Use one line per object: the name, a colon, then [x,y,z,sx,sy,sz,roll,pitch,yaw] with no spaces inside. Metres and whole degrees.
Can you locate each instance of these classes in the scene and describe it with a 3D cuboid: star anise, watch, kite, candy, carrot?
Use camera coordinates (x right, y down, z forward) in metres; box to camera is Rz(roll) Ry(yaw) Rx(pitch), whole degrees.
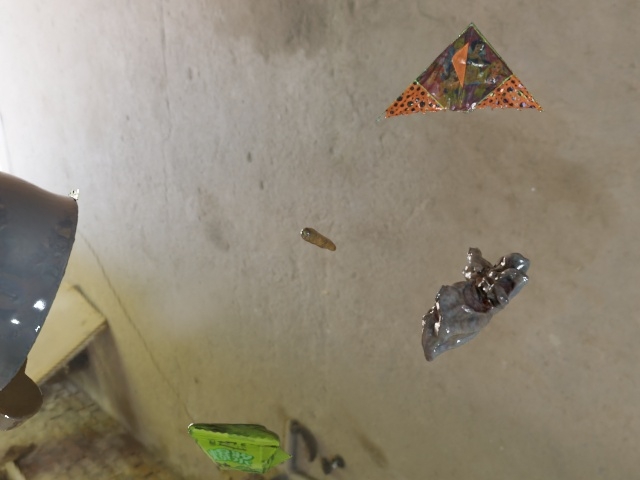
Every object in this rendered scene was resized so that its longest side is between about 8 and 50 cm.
star anise: [0.251,0.092,1.109,0.110,0.257,0.198,47,152,2]
watch: [-0.472,0.043,0.896,0.327,0.314,0.335,-51,32,20]
kite: [0.182,-0.211,0.827,0.008,0.223,0.125,-97,5,-51]
candy: [-0.127,0.361,1.134,0.246,0.149,0.069,76,-163,-66]
carrot: [0.001,0.001,1.647,0.036,0.165,0.035,-10,69,28]
